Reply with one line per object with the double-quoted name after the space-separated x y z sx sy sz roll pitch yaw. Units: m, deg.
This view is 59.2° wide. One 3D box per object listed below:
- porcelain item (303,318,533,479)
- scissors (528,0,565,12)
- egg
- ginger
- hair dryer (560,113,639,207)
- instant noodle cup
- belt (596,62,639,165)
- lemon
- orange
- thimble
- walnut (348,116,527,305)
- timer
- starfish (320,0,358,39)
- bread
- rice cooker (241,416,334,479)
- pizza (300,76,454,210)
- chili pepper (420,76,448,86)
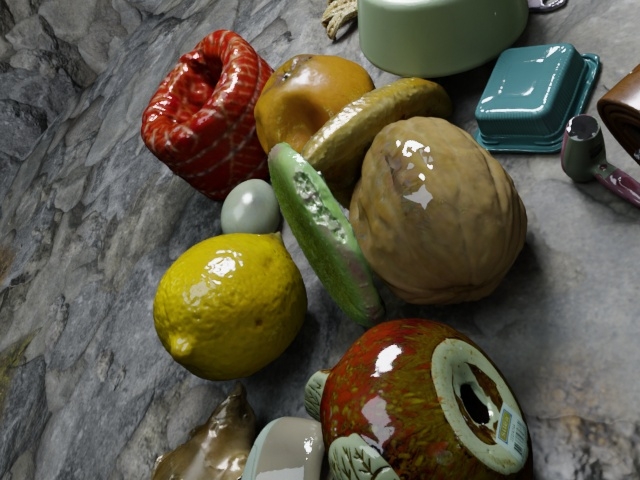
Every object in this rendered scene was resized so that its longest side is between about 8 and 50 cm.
0.092 0.220 0.614 0.253 0.253 0.253 -24 47 29 "porcelain item"
0.342 -0.401 0.986 0.189 0.015 0.100 -27 48 29 "scissors"
-0.135 -0.052 1.103 0.114 0.114 0.152 -14 48 36 "egg"
-0.167 0.349 0.839 0.219 0.123 0.270 -1 51 39 "ginger"
0.361 -0.081 0.686 0.054 0.106 0.154 -43 64 6 "hair dryer"
0.311 -0.220 0.841 0.157 0.070 0.179 11 68 45 "instant noodle cup"
0.403 -0.088 0.555 0.105 0.184 0.261 -41 54 12 "belt"
-0.147 0.105 0.898 0.253 0.228 0.228 -34 28 -35 "lemon"
-0.015 -0.259 1.075 0.249 0.183 0.249 -21 36 16 "orange"
-0.227 -0.273 1.267 0.350 0.230 0.350 -23 48 28 "thimble"
0.147 -0.040 0.741 0.225 0.225 0.261 -36 48 18 "walnut"
0.170 -0.466 0.881 0.290 0.315 0.291 -10 50 13 "timer"
0.096 -0.567 1.306 0.238 0.071 0.216 14 77 41 "starfish"
-0.001 0.000 0.810 0.045 0.301 0.301 -28 40 -9 "bread"
-0.028 0.325 0.702 0.127 0.145 0.206 -14 54 24 "rice cooker"
0.099 -0.167 0.863 0.087 0.268 0.258 38 92 25 "pizza"
0.194 -0.307 1.018 0.279 0.065 0.122 -56 29 -8 "chili pepper"
